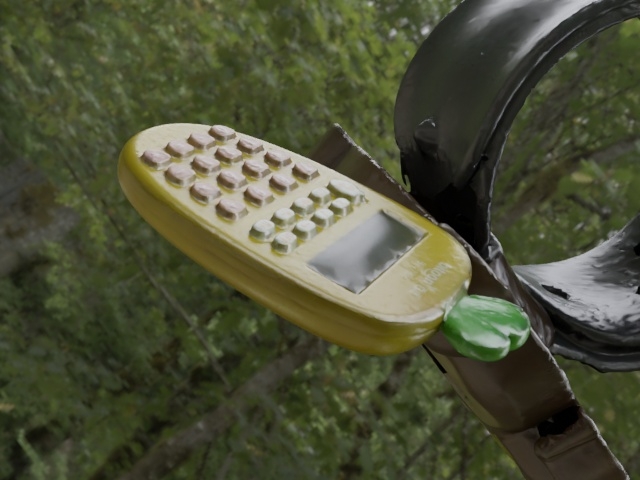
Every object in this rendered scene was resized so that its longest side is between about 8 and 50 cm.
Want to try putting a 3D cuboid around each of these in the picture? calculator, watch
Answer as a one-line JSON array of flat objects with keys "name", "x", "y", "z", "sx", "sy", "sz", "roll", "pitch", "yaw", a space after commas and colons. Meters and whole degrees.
[{"name": "calculator", "x": 0.000, "y": 0.000, "z": 0.522, "sx": 0.235, "sy": 0.146, "sz": 0.032, "roll": 31, "pitch": -63, "yaw": 14}, {"name": "watch", "x": 0.199, "y": -0.024, "z": 0.742, "sx": 0.335, "sy": 0.327, "sz": 0.314, "roll": 52, "pitch": 0, "yaw": -26}]
